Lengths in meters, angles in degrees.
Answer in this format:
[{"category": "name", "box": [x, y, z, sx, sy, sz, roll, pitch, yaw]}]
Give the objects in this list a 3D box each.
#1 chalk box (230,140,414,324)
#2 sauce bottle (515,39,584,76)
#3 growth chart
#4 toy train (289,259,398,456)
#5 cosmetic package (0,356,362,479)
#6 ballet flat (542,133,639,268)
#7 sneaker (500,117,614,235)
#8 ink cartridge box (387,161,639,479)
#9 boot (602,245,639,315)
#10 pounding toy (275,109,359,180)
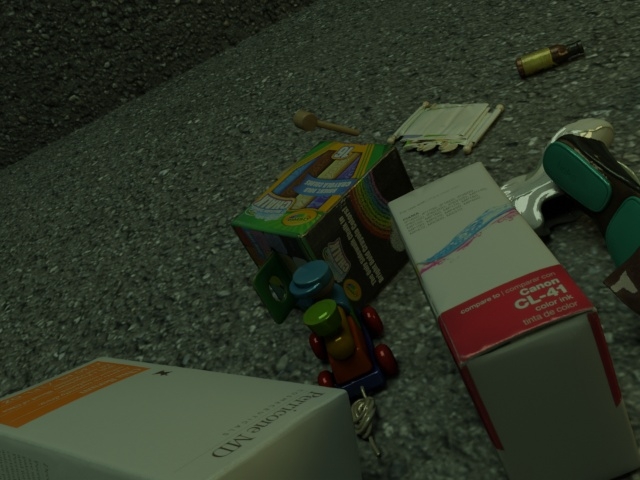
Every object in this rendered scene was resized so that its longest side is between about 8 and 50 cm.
[{"category": "chalk box", "box": [0.000, 0.000, 1.099, 0.289, 0.180, 0.179, -43, 33, -25]}, {"category": "sauce bottle", "box": [0.454, -0.362, 1.401, 0.128, 0.042, 0.042, -15, 33, 24]}, {"category": "growth chart", "box": [0.240, -0.224, 1.395, 0.172, 0.021, 0.237, -44, 33, -23]}, {"category": "toy train", "box": [0.027, 0.137, 0.901, 0.105, 0.143, 0.248, -27, 30, 6]}, {"category": "cosmetic package", "box": [-0.199, 0.260, 0.811, 0.453, 0.161, 0.230, -2, 11, 38]}, {"category": "ballet flat", "box": [0.389, -0.040, 0.886, 0.096, 0.095, 0.280, -5, 50, -20]}, {"category": "sneaker", "box": [0.362, -0.082, 1.024, 0.232, 0.090, 0.115, -45, 39, -9]}, {"category": "ink cartridge box", "box": [0.193, 0.085, 0.755, 0.131, 0.226, 0.306, -24, 31, 8]}, {"category": "boot", "box": [0.455, 0.043, 0.731, 0.248, 0.090, 0.207, 40, 103, 19]}, {"category": "pounding toy", "box": [0.018, -0.134, 1.261, 0.181, 0.206, 0.094, -35, 30, -11]}]
